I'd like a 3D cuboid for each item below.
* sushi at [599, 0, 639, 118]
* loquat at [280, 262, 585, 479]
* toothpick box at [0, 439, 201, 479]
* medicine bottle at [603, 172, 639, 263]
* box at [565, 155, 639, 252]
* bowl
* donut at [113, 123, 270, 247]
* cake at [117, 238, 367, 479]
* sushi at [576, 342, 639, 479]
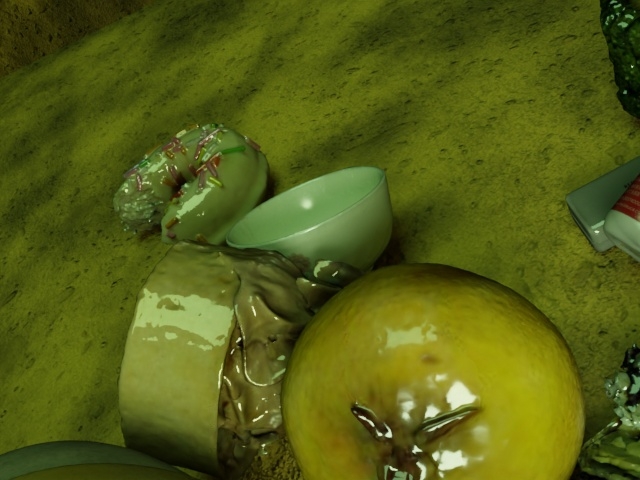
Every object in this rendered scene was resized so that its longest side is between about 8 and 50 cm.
[{"bbox_3d":[0.587,-0.365,1.264,0.294,0.178,0.352,-8,41,30],"label":"sushi"},{"bbox_3d":[0.124,0.179,0.923,0.328,0.328,0.359,-20,3,21],"label":"loquat"},{"bbox_3d":[-0.215,0.420,0.835,0.425,0.409,0.409,13,57,39],"label":"toothpick box"},{"bbox_3d":[0.473,-0.076,1.020,0.250,0.131,0.131,-52,36,4],"label":"medicine bottle"},{"bbox_3d":[0.468,-0.079,1.139,0.243,0.055,0.103,-28,37,9],"label":"box"},{"bbox_3d":[0.000,0.000,1.328,0.277,0.145,0.277,-21,16,6],"label":"bowl"},{"bbox_3d":[-0.256,-0.108,1.690,0.307,0.150,0.371,-45,36,-13],"label":"donut"},{"bbox_3d":[-0.068,0.170,1.115,0.321,0.332,0.332,8,49,11],"label":"cake"},{"bbox_3d":[0.393,0.154,0.867,0.291,0.131,0.139,-46,25,-15],"label":"sushi"}]
